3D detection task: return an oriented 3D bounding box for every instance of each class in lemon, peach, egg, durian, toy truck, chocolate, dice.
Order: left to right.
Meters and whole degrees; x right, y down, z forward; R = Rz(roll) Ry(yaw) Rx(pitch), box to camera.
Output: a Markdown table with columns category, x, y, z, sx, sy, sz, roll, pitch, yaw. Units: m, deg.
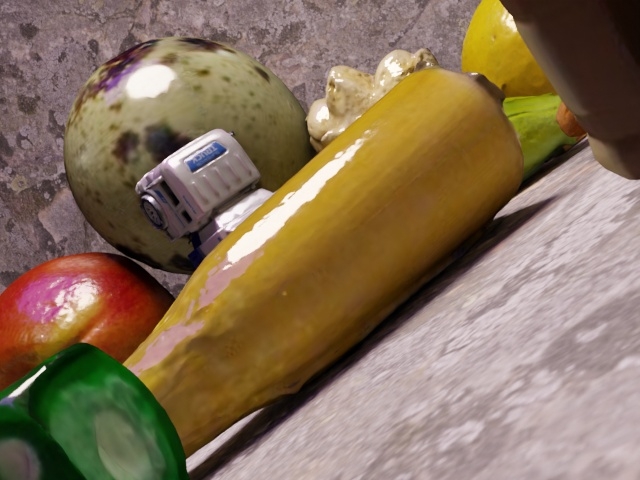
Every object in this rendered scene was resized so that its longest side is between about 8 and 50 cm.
| category | x | y | z | sx | sy | sz | roll | pitch | yaw |
| --- | --- | --- | --- | --- | --- | --- | --- | --- | --- |
| dice | -0.157 | 0.147 | 0.476 | 0.120 | 0.128 | 0.131 | -36 | 2 | 9 |
| peach | -0.337 | 0.165 | 1.187 | 0.307 | 0.308 | 0.332 | -35 | -4 | 16 |
| egg | -0.178 | -0.117 | 1.214 | 0.345 | 0.345 | 0.428 | -35 | -25 | 17 |
| toy truck | -0.086 | 0.000 | 0.936 | 0.124 | 0.268 | 0.155 | -37 | 4 | -27 |
| chocolate | -0.011 | 0.032 | 0.686 | 0.445 | 0.162 | 0.162 | -42 | 4 | -23 |
| durian | 0.183 | -0.088 | 0.932 | 0.139 | 0.101 | 0.250 | 5 | -31 | -45 |
| lemon | 0.321 | -0.275 | 1.161 | 0.236 | 0.236 | 0.263 | -36 | 22 | -12 |

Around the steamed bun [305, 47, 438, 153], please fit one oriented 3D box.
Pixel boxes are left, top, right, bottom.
| category | x | y | z | sx | sy | sz | roll | pitch | yaw |
| --- | --- | --- | --- | --- | --- | --- | --- | --- | --- |
| steamed bun | 0.122 | -0.121 | 1.132 | 0.295 | 0.292 | 0.137 | 118 | 160 | -58 |

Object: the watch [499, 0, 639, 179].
| category | x | y | z | sx | sy | sz | roll | pitch | yaw |
| --- | --- | --- | --- | --- | --- | --- | --- | --- | --- |
| watch | 0.285 | -0.226 | 0.425 | 0.326 | 0.314 | 0.335 | -20 | 27 | 42 |

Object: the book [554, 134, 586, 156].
| category | x | y | z | sx | sy | sz | roll | pitch | yaw |
| --- | --- | --- | --- | --- | --- | --- | --- | --- | --- |
| book | 0.331 | -0.146 | 0.997 | 0.172 | 0.012 | 0.118 | -36 | 1 | -15 |

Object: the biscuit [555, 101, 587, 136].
| category | x | y | z | sx | sy | sz | roll | pitch | yaw |
| --- | --- | --- | --- | --- | --- | --- | --- | --- | --- |
| biscuit | 0.317 | -0.179 | 0.719 | 0.250 | 0.036 | 0.165 | -35 | -23 | 11 |
